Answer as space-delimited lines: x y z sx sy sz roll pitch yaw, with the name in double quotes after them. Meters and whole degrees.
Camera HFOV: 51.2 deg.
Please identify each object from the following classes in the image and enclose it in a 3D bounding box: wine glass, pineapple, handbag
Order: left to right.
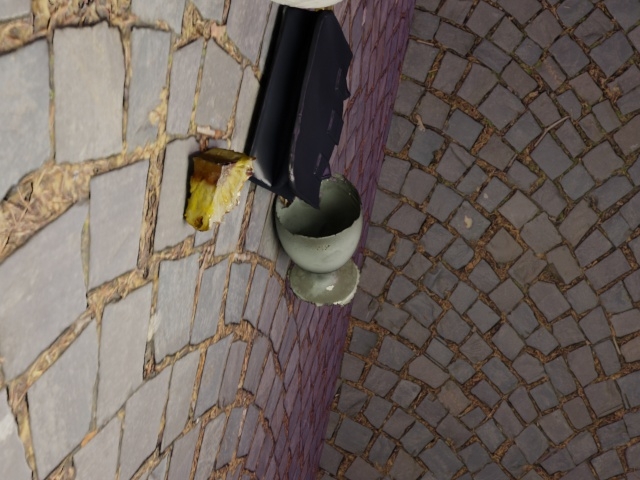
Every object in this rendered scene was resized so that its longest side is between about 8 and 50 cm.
-0.145 -0.080 0.937 0.116 0.069 0.137 80 26 -65 "pineapple"
-0.030 -0.234 1.231 0.269 0.118 0.326 31 73 -71 "handbag"
0.003 0.005 1.472 0.357 0.190 0.190 83 22 -56 "wine glass"

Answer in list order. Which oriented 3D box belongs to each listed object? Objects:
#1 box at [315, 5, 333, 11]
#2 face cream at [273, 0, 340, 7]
-0.001 -0.439 1.395 0.073 0.020 0.149 -4 106 -79 "box"
-0.034 -0.381 0.808 0.206 0.206 0.111 71 38 -70 "face cream"
